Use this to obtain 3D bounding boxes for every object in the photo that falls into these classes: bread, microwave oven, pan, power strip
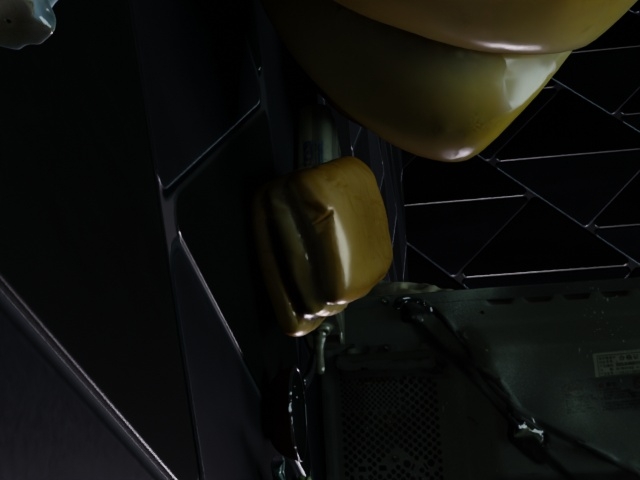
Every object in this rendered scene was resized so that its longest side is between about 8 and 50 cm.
[{"bbox_3d":[0.096,-0.278,0.759,0.245,0.329,0.424,76,6,-55],"label":"bread"},{"bbox_3d":[0.008,-0.002,0.834,0.200,0.077,0.116,-28,99,-74],"label":"bread"},{"bbox_3d":[0.232,0.171,1.138,0.374,0.432,0.236,44,42,-78],"label":"microwave oven"},{"bbox_3d":[-0.021,0.115,0.794,0.115,0.023,0.068,-70,154,-67],"label":"pan"},{"bbox_3d":[0.000,0.000,0.996,0.092,0.034,0.268,75,13,-58],"label":"power strip"}]

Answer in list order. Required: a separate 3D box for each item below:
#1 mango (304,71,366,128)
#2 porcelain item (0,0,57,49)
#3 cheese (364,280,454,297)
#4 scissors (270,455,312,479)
[{"bbox_3d":[0.066,-0.189,1.078,0.152,0.201,0.287,-61,-174,9],"label":"mango"},{"bbox_3d":[-0.095,-0.100,0.346,0.036,0.028,0.083,105,-14,-56],"label":"porcelain item"},{"bbox_3d":[0.127,0.175,1.446,0.093,0.159,0.262,-39,131,-42],"label":"cheese"},{"bbox_3d":[-0.017,0.214,0.779,0.187,0.020,0.133,79,6,-59],"label":"scissors"}]
